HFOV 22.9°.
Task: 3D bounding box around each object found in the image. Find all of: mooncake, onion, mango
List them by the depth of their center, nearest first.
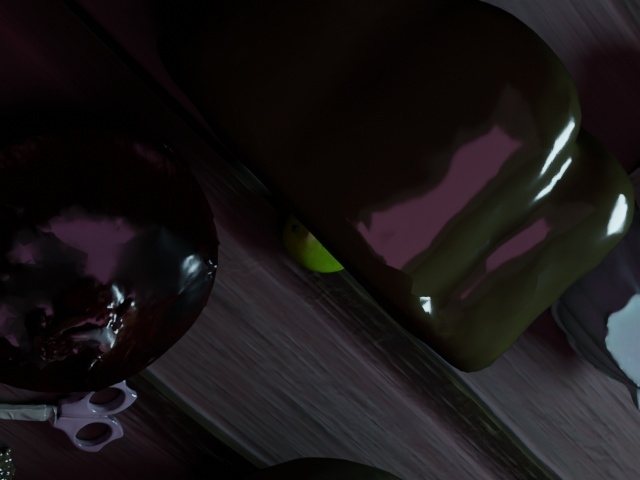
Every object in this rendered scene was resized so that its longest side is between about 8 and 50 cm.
[{"bbox_3d":[0.071,-0.105,1.535,0.262,0.467,0.467,-45,129,-3],"label":"mooncake"},{"bbox_3d":[-0.245,0.026,1.587,0.314,0.232,0.313,-12,124,-17],"label":"onion"},{"bbox_3d":[0.000,0.000,1.805,0.073,0.056,0.108,-43,132,12],"label":"mango"}]

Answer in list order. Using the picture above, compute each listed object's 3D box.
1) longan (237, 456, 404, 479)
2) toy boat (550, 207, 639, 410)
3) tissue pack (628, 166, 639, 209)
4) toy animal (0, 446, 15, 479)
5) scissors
[{"bbox_3d":[0.004,0.446,1.916,0.405,0.336,0.404,-10,132,-11],"label":"longan"},{"bbox_3d":[0.408,0.101,2.007,0.199,0.100,0.290,-26,118,9],"label":"toy boat"},{"bbox_3d":[0.531,-0.060,1.955,0.225,0.124,0.185,18,135,-34],"label":"tissue pack"},{"bbox_3d":[-0.442,0.299,1.773,0.220,0.069,0.086,-29,138,-5],"label":"toy animal"},{"bbox_3d":[-0.314,0.195,1.798,0.212,0.021,0.110,6,120,-29],"label":"scissors"}]
